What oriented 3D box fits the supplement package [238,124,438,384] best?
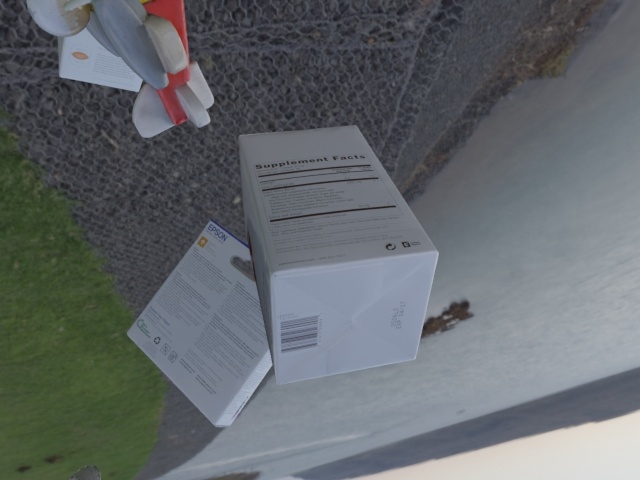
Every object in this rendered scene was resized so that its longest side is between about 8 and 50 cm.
[{"bbox_3d":[0.000,0.000,0.645,0.175,0.293,0.178,-7,129,-11],"label":"supplement package"}]

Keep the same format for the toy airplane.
[{"bbox_3d":[-0.313,-0.351,0.813,0.272,0.385,0.386,-14,168,-27],"label":"toy airplane"}]

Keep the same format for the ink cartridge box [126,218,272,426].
[{"bbox_3d":[-0.220,0.167,1.102,0.330,0.324,0.071,-53,151,-5],"label":"ink cartridge box"}]

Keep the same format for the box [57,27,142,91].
[{"bbox_3d":[-0.558,-0.597,1.336,0.214,0.168,0.345,3,145,-33],"label":"box"}]

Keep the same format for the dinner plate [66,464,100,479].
[{"bbox_3d":[-0.362,0.378,0.700,0.141,0.141,0.017,-28,118,26],"label":"dinner plate"}]
